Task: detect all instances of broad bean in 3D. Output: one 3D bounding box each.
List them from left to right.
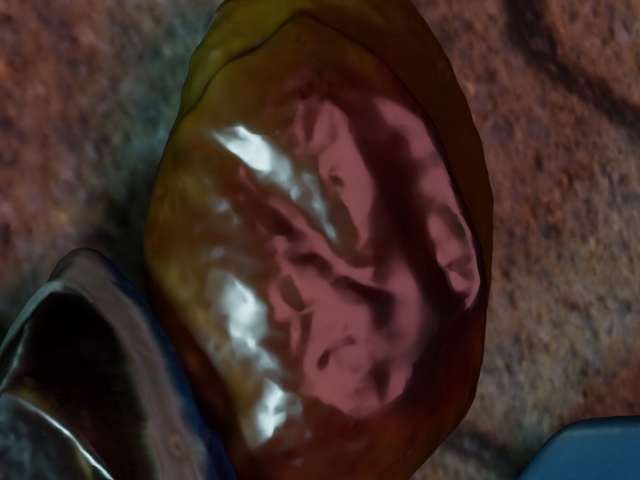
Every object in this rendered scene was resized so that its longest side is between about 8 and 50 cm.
[{"bbox_3d":[-0.003,0.000,0.706,0.156,0.122,0.228,-2,87,-28],"label":"broad bean"}]

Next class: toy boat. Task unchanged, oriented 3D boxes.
[{"bbox_3d":[-0.075,0.134,0.662,0.115,0.114,0.262,-41,122,-70],"label":"toy boat"}]

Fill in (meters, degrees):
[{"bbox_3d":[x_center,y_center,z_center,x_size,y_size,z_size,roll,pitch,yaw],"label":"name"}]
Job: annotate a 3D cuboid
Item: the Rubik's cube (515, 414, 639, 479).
[{"bbox_3d":[0.225,0.305,0.741,0.347,0.352,0.351,51,58,-26],"label":"Rubik's cube"}]
